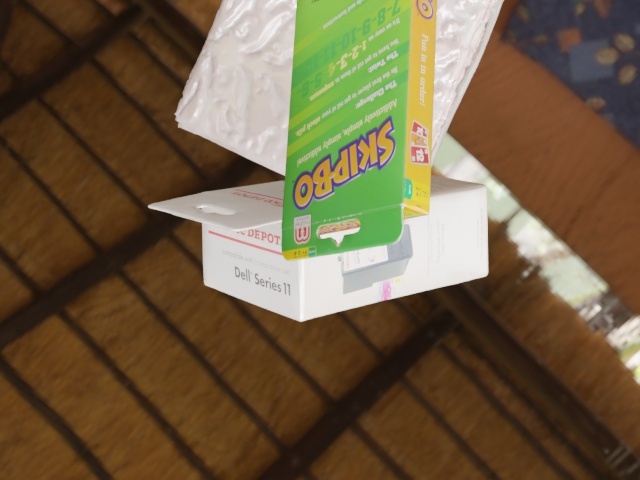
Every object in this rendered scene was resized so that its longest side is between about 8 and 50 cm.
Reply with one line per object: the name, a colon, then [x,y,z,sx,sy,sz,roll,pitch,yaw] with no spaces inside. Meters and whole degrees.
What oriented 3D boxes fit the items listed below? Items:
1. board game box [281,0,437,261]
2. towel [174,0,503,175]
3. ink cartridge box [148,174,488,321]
board game box: [0.028,-0.115,0.814,0.039,0.124,0.260,18,-109,-40]
towel: [0.024,-0.221,1.191,0.317,0.332,0.053,26,-176,29]
ink cartridge box: [0.000,0.000,1.317,0.353,0.119,0.207,-10,-164,-35]
